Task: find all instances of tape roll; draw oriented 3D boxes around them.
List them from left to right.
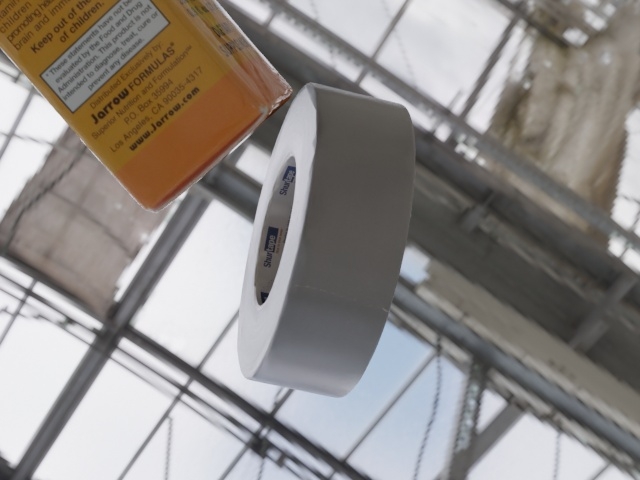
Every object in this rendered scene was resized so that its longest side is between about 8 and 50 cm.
[{"bbox_3d":[0.000,0.000,0.965,0.072,0.219,0.219,12,-143,-10],"label":"tape roll"}]

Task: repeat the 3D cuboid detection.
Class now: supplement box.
[{"bbox_3d":[-0.118,-0.127,0.604,0.233,0.080,0.078,47,-165,-5],"label":"supplement box"}]
